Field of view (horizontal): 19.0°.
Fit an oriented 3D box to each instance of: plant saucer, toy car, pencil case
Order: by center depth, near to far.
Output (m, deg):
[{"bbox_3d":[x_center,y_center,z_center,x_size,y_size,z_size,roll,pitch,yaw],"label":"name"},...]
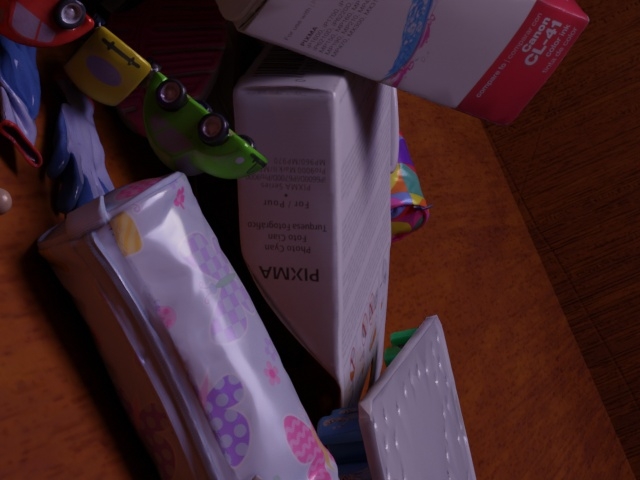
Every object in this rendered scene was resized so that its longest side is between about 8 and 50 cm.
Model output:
[{"bbox_3d":[-0.089,0.089,1.302,0.273,0.113,0.124,65,30,-7],"label":"pencil case"},{"bbox_3d":[-0.133,-0.106,1.340,0.225,0.053,0.239,40,2,21],"label":"toy car"},{"bbox_3d":[-0.072,0.025,1.634,0.199,0.036,0.199,59,16,-29],"label":"plant saucer"},{"bbox_3d":[0.051,-0.107,2.193,0.104,0.104,0.236,41,27,-60],"label":"pencil case"}]

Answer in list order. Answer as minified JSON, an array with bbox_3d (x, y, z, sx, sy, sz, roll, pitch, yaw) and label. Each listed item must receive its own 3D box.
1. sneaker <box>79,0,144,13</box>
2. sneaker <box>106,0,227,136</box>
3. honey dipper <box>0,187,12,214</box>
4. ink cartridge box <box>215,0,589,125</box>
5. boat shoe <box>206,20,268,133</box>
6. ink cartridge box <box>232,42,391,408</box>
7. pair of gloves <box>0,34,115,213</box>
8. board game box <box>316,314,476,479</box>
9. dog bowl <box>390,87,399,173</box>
[{"bbox_3d":[-0.230,-0.269,1.406,0.146,0.122,0.330,54,9,16],"label":"sneaker"},{"bbox_3d":[-0.123,-0.177,1.633,0.111,0.103,0.252,92,5,-52],"label":"sneaker"},{"bbox_3d":[-0.236,-0.089,1.221,0.030,0.030,0.161,-72,138,-70],"label":"honey dipper"},{"bbox_3d":[0.040,-0.238,1.568,0.306,0.131,0.226,17,32,-43],"label":"ink cartridge box"},{"bbox_3d":[-0.097,-0.170,1.775,0.105,0.089,0.285,55,15,-26],"label":"boat shoe"},{"bbox_3d":[0.000,0.000,1.682,0.308,0.091,0.385,-66,158,-66],"label":"ink cartridge box"},{"bbox_3d":[-0.200,-0.091,1.376,0.198,0.023,0.159,53,17,-46],"label":"pair of gloves"},{"bbox_3d":[0.094,0.288,1.635,0.390,0.050,0.390,-36,114,-76],"label":"board game box"},{"bbox_3d":[0.011,-0.195,2.022,0.265,0.104,0.265,-7,90,-80],"label":"dog bowl"}]
